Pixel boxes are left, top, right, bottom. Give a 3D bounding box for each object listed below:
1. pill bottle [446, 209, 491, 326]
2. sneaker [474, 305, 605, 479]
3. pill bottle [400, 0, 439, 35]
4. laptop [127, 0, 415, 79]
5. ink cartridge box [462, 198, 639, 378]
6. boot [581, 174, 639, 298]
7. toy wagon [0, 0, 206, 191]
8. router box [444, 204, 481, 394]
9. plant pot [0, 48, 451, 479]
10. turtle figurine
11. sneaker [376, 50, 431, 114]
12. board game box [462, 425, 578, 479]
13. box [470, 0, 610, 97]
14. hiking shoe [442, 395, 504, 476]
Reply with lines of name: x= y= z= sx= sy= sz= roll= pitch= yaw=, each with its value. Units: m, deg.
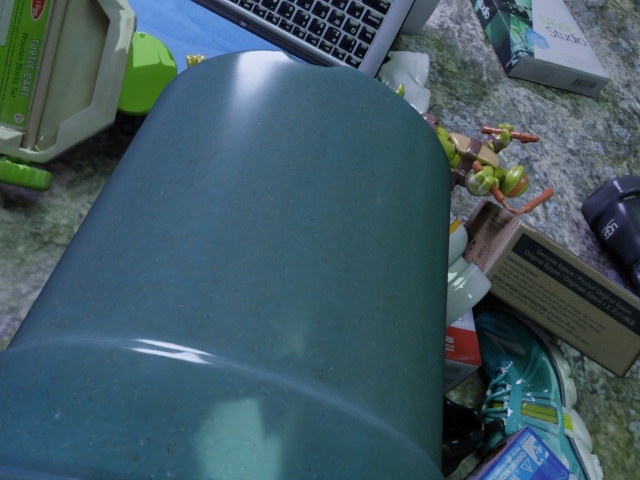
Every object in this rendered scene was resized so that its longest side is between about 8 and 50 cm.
pill bottle: x=0.072 y=-0.010 z=0.748 sx=0.208 sy=0.117 sz=0.117 roll=50 pitch=45 yaw=2
sneaker: x=0.220 y=0.193 z=0.814 sx=0.109 sy=0.107 sz=0.275 roll=-1 pitch=54 yaw=-20
pill bottle: x=0.022 y=-0.480 z=1.182 sx=0.361 sy=0.204 sz=0.204 roll=21 pitch=46 yaw=-14
laptop: x=-0.071 y=-0.331 z=0.898 sx=0.381 sy=0.408 sz=0.236 roll=27 pitch=3 yaw=-5
ink cartridge box: x=0.270 y=0.045 z=0.896 sx=0.193 sy=0.088 sz=0.235 roll=32 pitch=9 yaw=-4
boot: x=0.620 y=0.113 z=1.085 sx=0.366 sy=0.146 sz=0.445 roll=-1 pitch=50 yaw=-20
toy wagon: x=-0.286 y=-0.186 z=0.733 sx=0.344 sy=0.068 sz=0.267 roll=13 pitch=88 yaw=-16
router box: x=0.000 y=0.000 z=0.850 sx=0.335 sy=0.082 sz=0.301 roll=15 pitch=48 yaw=-20
plant pot: x=-0.053 y=0.070 z=0.531 sx=0.341 sy=0.341 sz=0.334 roll=22 pitch=56 yaw=-14
turtle figurine: x=0.176 y=-0.113 z=0.932 sx=0.217 sy=0.087 sz=0.269 roll=31 pitch=32 yaw=2
sneaker: x=0.114 y=-0.222 z=1.126 sx=0.094 sy=0.080 sz=0.212 roll=14 pitch=40 yaw=-6
board game box: x=0.181 y=0.377 z=0.612 sx=0.318 sy=0.066 sz=0.318 roll=-35 pitch=76 yaw=-32
box: x=0.422 y=-0.437 z=1.498 sx=0.232 sy=0.058 sz=0.322 roll=6 pitch=51 yaw=-28
hiking shoe: x=0.063 y=0.157 z=0.732 sx=0.226 sy=0.114 sz=0.086 roll=20 pitch=45 yaw=-16
